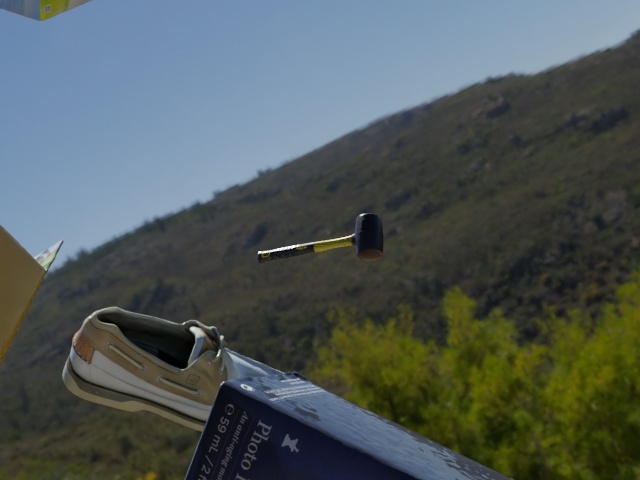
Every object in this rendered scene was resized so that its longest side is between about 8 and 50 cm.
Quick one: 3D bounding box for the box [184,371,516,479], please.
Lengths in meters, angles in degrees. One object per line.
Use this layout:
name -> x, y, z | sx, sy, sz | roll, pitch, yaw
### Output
box -> 0.010, 0.320, 0.949 | 0.294, 0.296, 0.182 | 22, 4, 21

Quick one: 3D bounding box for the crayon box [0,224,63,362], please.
crayon box -> -0.346, 0.105, 0.794 | 0.203, 0.083, 0.323 | -30, 25, 21

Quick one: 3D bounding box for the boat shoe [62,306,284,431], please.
boat shoe -> -0.159, 0.162, 1.237 | 0.302, 0.113, 0.103 | 13, -61, -22

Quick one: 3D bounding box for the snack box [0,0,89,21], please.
snack box -> -0.312, -0.390, 1.244 | 0.070, 0.174, 0.207 | 19, 34, 16

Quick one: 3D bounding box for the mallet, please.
mallet -> 0.000, 0.000, 1.403 | 0.189, 0.062, 0.039 | -4, -28, 23
